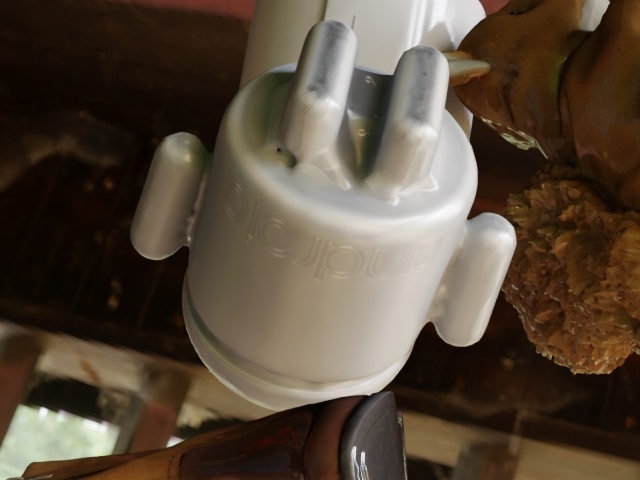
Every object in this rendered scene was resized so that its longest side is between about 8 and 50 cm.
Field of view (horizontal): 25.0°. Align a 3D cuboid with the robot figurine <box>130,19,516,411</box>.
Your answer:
[{"bbox_3d":[0.000,0.000,1.147,0.300,0.200,0.353,17,-47,1],"label":"robot figurine"}]

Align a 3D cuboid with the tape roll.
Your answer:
[{"bbox_3d":[0.041,-0.168,1.496,0.246,0.169,0.246,9,-17,3],"label":"tape roll"}]

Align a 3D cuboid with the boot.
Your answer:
[{"bbox_3d":[-0.087,0.145,0.910,0.280,0.096,0.264,-5,1,3],"label":"boot"}]

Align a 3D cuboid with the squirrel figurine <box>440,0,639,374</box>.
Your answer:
[{"bbox_3d":[0.260,-0.079,1.289,0.370,0.397,0.281,17,-3,39],"label":"squirrel figurine"}]
